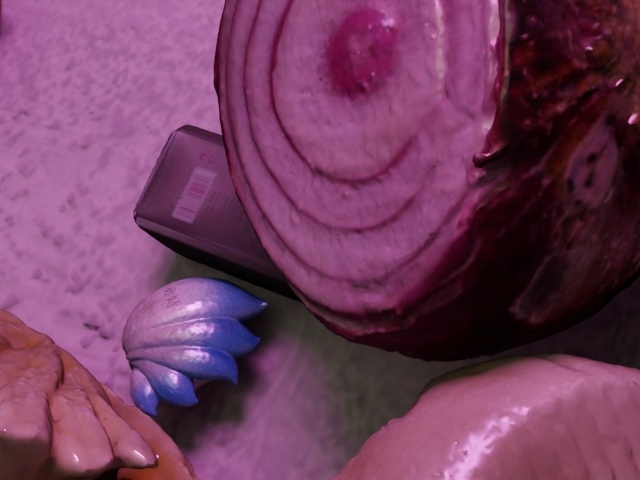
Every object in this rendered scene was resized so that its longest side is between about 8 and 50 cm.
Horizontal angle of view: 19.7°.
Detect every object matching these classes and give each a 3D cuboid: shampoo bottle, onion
[{"bbox_3d":[0.000,0.000,1.213,0.246,0.079,0.080,20,81,27],"label":"shampoo bottle"},{"bbox_3d":[0.101,-0.099,1.050,0.282,0.260,0.337,-15,77,47],"label":"onion"}]

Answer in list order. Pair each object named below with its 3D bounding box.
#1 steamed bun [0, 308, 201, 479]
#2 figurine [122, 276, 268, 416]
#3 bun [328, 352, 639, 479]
[{"bbox_3d":[-0.200,0.124,1.141,0.428,0.247,0.189,35,111,33],"label":"steamed bun"},{"bbox_3d":[-0.081,0.063,1.231,0.114,0.079,0.114,-19,29,11],"label":"figurine"},{"bbox_3d":[0.105,0.198,1.018,0.205,0.281,0.281,-14,57,64],"label":"bun"}]
